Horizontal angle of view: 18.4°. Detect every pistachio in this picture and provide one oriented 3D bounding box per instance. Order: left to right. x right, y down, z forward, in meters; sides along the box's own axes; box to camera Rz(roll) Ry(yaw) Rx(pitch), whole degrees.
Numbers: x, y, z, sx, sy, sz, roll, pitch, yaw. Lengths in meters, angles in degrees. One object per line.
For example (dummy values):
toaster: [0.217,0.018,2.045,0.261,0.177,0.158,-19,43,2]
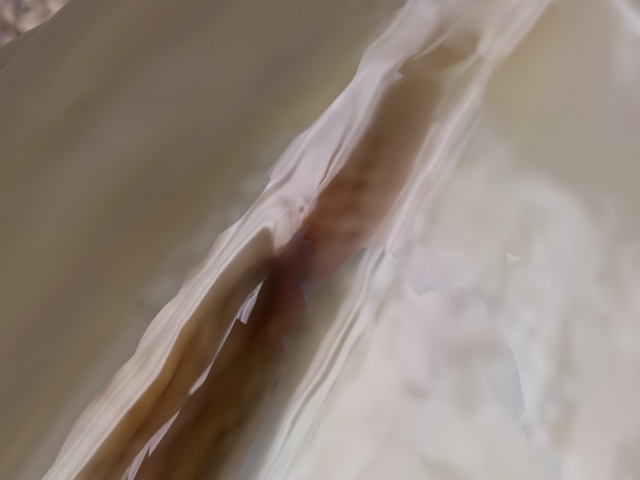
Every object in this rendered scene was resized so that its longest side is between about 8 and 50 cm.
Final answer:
pistachio: [-0.012,0.093,0.495,0.281,0.445,0.365,30,-8,14]
